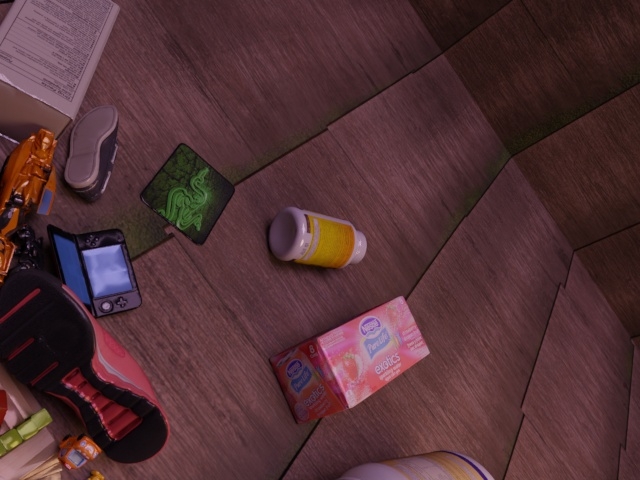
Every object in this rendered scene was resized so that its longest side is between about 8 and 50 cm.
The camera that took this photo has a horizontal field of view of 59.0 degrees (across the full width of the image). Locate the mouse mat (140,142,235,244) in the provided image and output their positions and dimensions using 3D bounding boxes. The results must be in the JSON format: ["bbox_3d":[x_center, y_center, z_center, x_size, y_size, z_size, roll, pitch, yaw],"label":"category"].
[{"bbox_3d":[-0.259,-0.096,1.134,0.153,0.007,0.189,41,44,-20],"label":"mouse mat"}]

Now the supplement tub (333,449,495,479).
[{"bbox_3d":[0.156,0.514,1.008,0.331,0.241,0.241,11,59,-41],"label":"supplement tub"}]

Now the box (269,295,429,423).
[{"bbox_3d":[0.068,0.235,1.154,0.300,0.154,0.142,-17,80,-48],"label":"box"}]

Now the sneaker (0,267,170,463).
[{"bbox_3d":[-0.336,0.175,0.802,0.116,0.136,0.313,-35,105,-10],"label":"sneaker"}]

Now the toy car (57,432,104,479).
[{"bbox_3d":[-0.311,0.307,0.756,0.040,0.060,0.122,-63,147,-47],"label":"toy car"}]

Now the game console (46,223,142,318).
[{"bbox_3d":[-0.351,0.043,0.888,0.124,0.085,0.144,-12,76,-32],"label":"game console"}]

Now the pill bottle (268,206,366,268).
[{"bbox_3d":[0.000,0.000,1.253,0.215,0.117,0.117,12,59,-41],"label":"pill bottle"}]

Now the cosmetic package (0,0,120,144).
[{"bbox_3d":[-0.467,-0.313,0.956,0.153,0.129,0.296,30,47,-32],"label":"cosmetic package"}]

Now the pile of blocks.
[{"bbox_3d":[-0.371,0.316,0.687,0.149,0.113,0.362,1,67,-45],"label":"pile of blocks"}]

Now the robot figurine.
[{"bbox_3d":[-0.488,-0.052,0.811,0.211,0.085,0.290,22,53,-35],"label":"robot figurine"}]

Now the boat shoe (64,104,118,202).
[{"bbox_3d":[-0.398,-0.156,1.003,0.065,0.075,0.206,81,6,-52],"label":"boat shoe"}]
